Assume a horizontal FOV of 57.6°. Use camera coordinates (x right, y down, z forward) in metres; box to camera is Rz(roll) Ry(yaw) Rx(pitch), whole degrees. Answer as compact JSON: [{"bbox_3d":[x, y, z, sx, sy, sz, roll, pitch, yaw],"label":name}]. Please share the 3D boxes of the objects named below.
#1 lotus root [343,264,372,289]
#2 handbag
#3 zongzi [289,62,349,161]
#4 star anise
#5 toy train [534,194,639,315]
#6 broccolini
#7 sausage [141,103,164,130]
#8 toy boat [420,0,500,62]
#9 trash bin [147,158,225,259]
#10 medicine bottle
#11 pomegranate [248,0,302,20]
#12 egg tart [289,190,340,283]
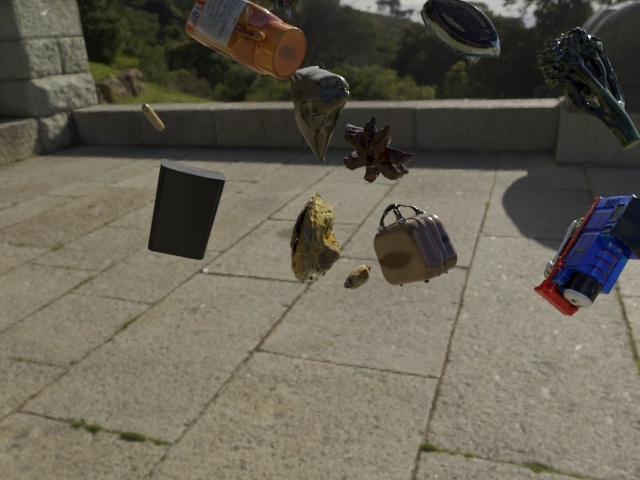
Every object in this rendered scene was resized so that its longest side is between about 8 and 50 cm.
[{"bbox_3d":[0.135,0.127,2.042,0.063,0.072,0.152,36,50,20],"label":"lotus root"},{"bbox_3d":[0.300,0.005,1.968,0.149,0.283,0.302,-23,0,-24],"label":"handbag"},{"bbox_3d":[0.006,-0.272,1.343,0.112,0.242,0.221,-13,24,-11],"label":"zongzi"},{"bbox_3d":[0.132,-0.219,1.482,0.196,0.212,0.111,30,74,33],"label":"star anise"},{"bbox_3d":[0.461,0.024,0.977,0.204,0.082,0.131,-55,14,-9],"label":"toy train"},{"bbox_3d":[0.360,-0.206,0.762,0.091,0.068,0.203,-22,49,2],"label":"broccolini"},{"bbox_3d":[-0.435,-0.319,1.508,0.024,0.024,0.132,-3,-13,3],"label":"sausage"},{"bbox_3d":[0.368,-0.552,1.540,0.262,0.114,0.115,44,-3,14],"label":"toy boat"},{"bbox_3d":[-0.355,-0.080,1.526,0.165,0.226,0.115,11,15,-16],"label":"trash bin"},{"bbox_3d":[-0.144,-0.412,1.174,0.222,0.112,0.149,32,11,26],"label":"medicine bottle"},{"bbox_3d":[-0.100,-0.583,1.300,0.131,0.152,0.191,-21,55,-24],"label":"pomegranate"},{"bbox_3d":[0.000,0.000,1.721,0.132,0.297,0.297,7,22,9],"label":"egg tart"}]
